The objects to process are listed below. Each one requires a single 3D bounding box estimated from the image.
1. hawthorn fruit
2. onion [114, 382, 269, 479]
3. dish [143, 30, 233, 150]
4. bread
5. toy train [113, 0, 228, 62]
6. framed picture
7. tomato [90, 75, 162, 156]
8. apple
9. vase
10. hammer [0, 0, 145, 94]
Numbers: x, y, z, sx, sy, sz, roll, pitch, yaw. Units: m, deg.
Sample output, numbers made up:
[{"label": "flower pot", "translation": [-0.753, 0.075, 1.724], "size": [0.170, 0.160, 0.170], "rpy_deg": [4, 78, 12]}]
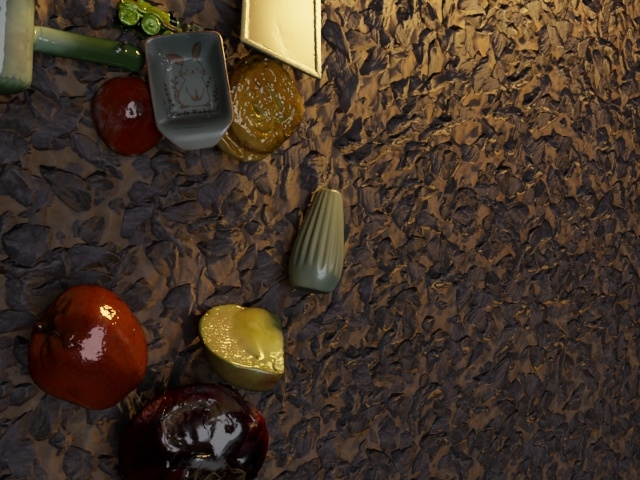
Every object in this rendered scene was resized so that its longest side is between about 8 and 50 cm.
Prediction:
[{"label": "hawthorn fruit", "translation": [-0.420, 0.226, 1.207], "size": [0.211, 0.211, 0.299], "rpy_deg": [-47, 129, -21]}, {"label": "onion", "translation": [-0.268, 0.420, 1.316], "size": [0.313, 0.232, 0.314], "rpy_deg": [-12, 127, -17]}, {"label": "dish", "translation": [-0.259, -0.292, 1.261], "size": [0.153, 0.064, 0.235], "rpy_deg": [-8, 83, -10]}, {"label": "bread", "translation": [-0.142, -0.287, 1.378], "size": [0.236, 0.120, 0.198], "rpy_deg": [-49, 120, -19]}, {"label": "toy train", "translation": [-0.299, -0.425, 1.299], "size": [0.249, 0.053, 0.085], "rpy_deg": [19, 79, -34]}, {"label": "framed picture", "translation": [-0.086, -0.499, 1.394], "size": [0.217, 0.017, 0.275], "rpy_deg": [19, 59, -34]}, {"label": "tomato", "translation": [-0.372, -0.246, 1.247], "size": [0.138, 0.091, 0.159], "rpy_deg": [-17, 107, -29]}, {"label": "apple", "translation": [-0.180, 0.231, 1.362], "size": [0.193, 0.265, 0.120], "rpy_deg": [20, 108, -13]}, {"label": "vase", "translation": [0.000, 0.000, 1.507], "size": [0.128, 0.128, 0.248], "rpy_deg": [19, 76, -34]}, {"label": "hammer", "translation": [-0.477, -0.360, 1.163], "size": [0.335, 0.118, 0.207], "rpy_deg": [-1, 97, -40]}]
